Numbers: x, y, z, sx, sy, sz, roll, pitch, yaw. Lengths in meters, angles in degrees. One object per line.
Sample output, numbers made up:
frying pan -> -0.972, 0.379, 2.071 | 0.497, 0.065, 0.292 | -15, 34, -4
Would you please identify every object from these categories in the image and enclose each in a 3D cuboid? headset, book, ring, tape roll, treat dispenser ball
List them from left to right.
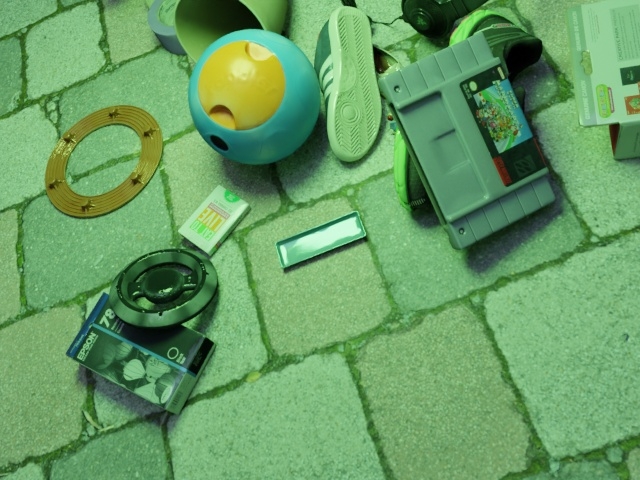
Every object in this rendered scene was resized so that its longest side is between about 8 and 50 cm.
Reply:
ring -> -0.558, -0.212, 1.646 | 0.336, 0.032, 0.337 | -7, 62, 13
tape roll -> -0.365, -0.601, 1.752 | 0.189, 0.080, 0.189 | -8, 62, 15
book -> -0.238, -0.045, 1.465 | 0.096, 0.035, 0.144 | 32, 76, 24
treat dispenser ball -> -0.143, -0.310, 1.417 | 0.288, 0.288, 0.288 | -7, 63, 14
headset -> 0.241, -0.580, 1.469 | 0.394, 0.185, 0.243 | -18, 40, 33

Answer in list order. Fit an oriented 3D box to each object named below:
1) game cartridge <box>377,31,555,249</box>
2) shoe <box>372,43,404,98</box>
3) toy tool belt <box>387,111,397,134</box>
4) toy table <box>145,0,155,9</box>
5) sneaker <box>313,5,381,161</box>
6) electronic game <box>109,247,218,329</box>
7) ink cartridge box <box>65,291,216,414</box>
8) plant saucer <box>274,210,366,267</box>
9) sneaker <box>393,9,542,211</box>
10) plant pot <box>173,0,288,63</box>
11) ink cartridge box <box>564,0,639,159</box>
game cartridge -> 0.283, -0.189, 1.227 | 0.230, 0.068, 0.355 | -26, 95, -5
shoe -> 0.145, -0.394, 1.500 | 0.076, 0.058, 0.219 | -36, 59, -2
toy tool belt -> 0.175, -0.253, 1.425 | 0.083, 0.052, 0.051 | 25, 65, 27
toy table -> -0.496, -0.786, 1.806 | 0.274, 0.252, 0.161 | -18, 44, 22
sneaker -> 0.049, -0.343, 1.483 | 0.131, 0.148, 0.350 | 6, 81, -26
electronic game -> -0.332, 0.098, 1.375 | 0.229, 0.048, 0.229 | -2, 43, 2
ink cartridge box -> -0.397, 0.221, 1.361 | 0.332, 0.065, 0.165 | 18, 71, 25
plant saucer -> 0.000, 0.000, 1.373 | 0.192, 0.018, 0.067 | -22, 60, 7
sneaker -> 0.300, -0.267, 1.320 | 0.202, 0.185, 0.483 | 26, 78, 24
plant pot -> -0.188, -0.580, 1.612 | 0.256, 0.256, 0.274 | 9, 51, 21
ink cartridge box -> 0.634, -0.327, 1.273 | 0.271, 0.130, 0.309 | -3, 63, 18
